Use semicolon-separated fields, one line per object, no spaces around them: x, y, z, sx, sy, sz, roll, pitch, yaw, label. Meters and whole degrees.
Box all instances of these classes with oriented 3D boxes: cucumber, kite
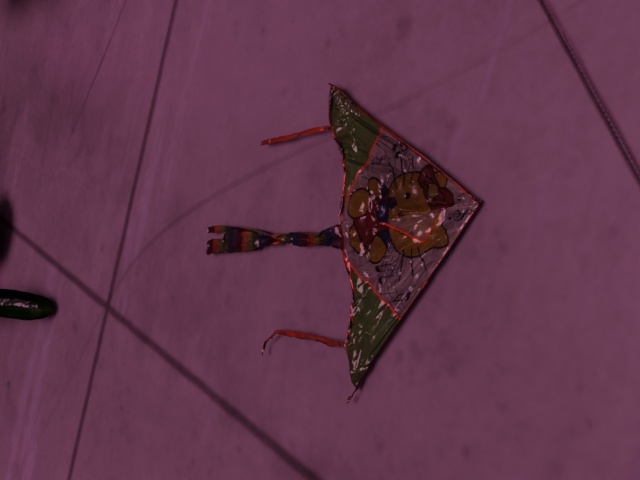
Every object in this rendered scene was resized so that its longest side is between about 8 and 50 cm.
-0.346;0.065;0.809;0.184;0.036;0.033;-3;112;26;cucumber
0.000;0.000;0.490;0.244;0.006;0.198;-9;79;47;kite
